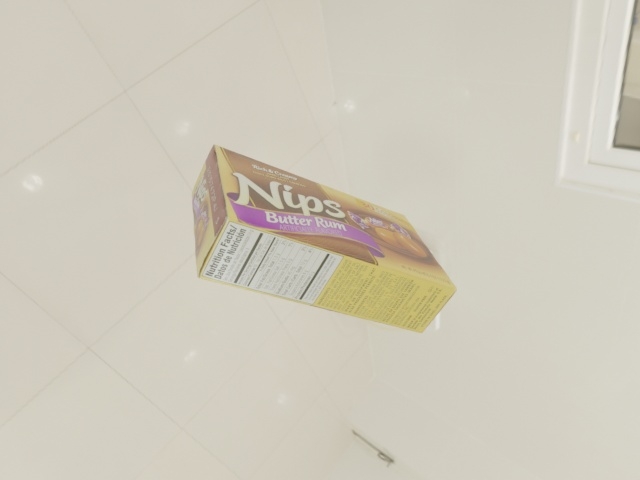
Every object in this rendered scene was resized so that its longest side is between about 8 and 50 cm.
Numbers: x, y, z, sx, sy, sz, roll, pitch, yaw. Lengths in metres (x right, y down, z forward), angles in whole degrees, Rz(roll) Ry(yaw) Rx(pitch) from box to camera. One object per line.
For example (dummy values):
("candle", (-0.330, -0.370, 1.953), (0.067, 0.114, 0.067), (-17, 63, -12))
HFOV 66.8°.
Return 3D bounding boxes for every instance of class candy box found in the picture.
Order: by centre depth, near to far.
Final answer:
("candy box", (0.000, 0.000, 0.371), (0.187, 0.109, 0.053), (19, 117, -27))
